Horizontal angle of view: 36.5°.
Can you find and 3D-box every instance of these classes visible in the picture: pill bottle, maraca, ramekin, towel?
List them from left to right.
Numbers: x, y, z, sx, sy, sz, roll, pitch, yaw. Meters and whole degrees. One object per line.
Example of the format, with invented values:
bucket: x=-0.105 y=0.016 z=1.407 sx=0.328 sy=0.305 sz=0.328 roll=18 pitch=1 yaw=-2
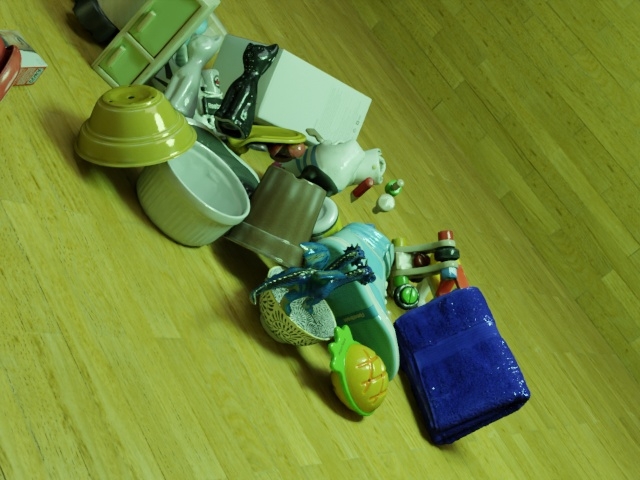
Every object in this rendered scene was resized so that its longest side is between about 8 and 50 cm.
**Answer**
ramekin: x=-0.241 y=-0.084 z=1.783 sx=0.207 sy=0.109 sz=0.207 roll=39 pitch=22 yaw=-19
pill bottle: x=0.000 y=0.000 z=2.014 sx=0.184 sy=0.103 sz=0.103 roll=74 pitch=-5 yaw=-48
maraca: x=0.063 y=0.239 z=1.772 sx=0.186 sy=0.099 sz=0.127 roll=59 pitch=30 yaw=-30
towel: x=0.278 y=0.249 z=2.013 sx=0.076 sy=0.227 sz=0.308 roll=50 pitch=14 yaw=-47

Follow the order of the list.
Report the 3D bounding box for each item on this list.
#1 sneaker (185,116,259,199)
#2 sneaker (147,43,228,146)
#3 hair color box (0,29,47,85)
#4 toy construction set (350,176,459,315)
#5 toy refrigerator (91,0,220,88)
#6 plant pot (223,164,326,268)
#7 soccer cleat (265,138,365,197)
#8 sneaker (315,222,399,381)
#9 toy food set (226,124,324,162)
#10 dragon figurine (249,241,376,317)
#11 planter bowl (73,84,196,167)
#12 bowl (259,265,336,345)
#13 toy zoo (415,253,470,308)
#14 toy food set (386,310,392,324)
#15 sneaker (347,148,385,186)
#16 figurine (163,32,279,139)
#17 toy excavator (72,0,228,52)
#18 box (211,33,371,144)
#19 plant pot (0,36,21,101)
sneaker: x=-0.215 y=-0.133 z=1.917 sx=0.295 sy=0.104 sz=0.147 roll=36 pitch=19 yaw=-37
sneaker: x=-0.255 y=-0.285 z=2.064 sx=0.330 sy=0.146 sz=0.122 roll=53 pitch=21 yaw=10
hair color box: x=-0.559 y=-0.314 z=1.666 sx=0.093 sy=0.053 sz=0.167 roll=48 pitch=20 yaw=4
toy construction set: x=0.150 y=0.018 z=2.249 sx=0.309 sy=0.257 sz=0.237 roll=66 pitch=-21 yaw=5
toy refrigerator: x=-0.336 y=-0.418 z=1.966 sx=0.102 sy=0.269 sz=0.094 roll=45 pitch=22 yaw=-7
plant pot: x=-0.076 y=-0.045 z=1.863 sx=0.167 sy=0.165 sz=0.167 roll=26 pitch=-2 yaw=1
soccer cleat: x=-0.008 y=-0.153 z=2.115 sx=0.116 sy=0.143 sz=0.331 roll=51 pitch=-18 yaw=-18
sneaker: x=0.104 y=0.108 z=1.927 sx=0.208 sy=0.127 sz=0.319 roll=-43 pitch=117 yaw=-55
toy food set: x=-0.102 y=-0.195 z=2.037 sx=0.218 sy=0.071 sz=0.128 roll=1 pitch=19 yaw=-20
dragon figurine: x=-0.014 y=0.058 z=1.690 sx=0.289 sy=0.144 sz=0.085 roll=11 pitch=41 yaw=-56
planter bowl: x=-0.329 y=-0.216 z=1.705 sx=0.217 sy=0.090 sz=0.217 roll=0 pitch=31 yaw=0
bowl: x=-0.058 y=0.137 z=1.778 sx=0.170 sy=0.080 sz=0.170 roll=39 pitch=22 yaw=-19
toy zoo: x=0.284 y=0.134 z=2.281 sx=0.030 sy=0.192 sz=0.293 roll=10 pitch=36 yaw=-18
toy food set: x=0.119 y=0.180 z=2.052 sx=0.082 sy=0.020 sz=0.083 roll=27 pitch=68 yaw=-28
sneaker: x=0.070 y=-0.161 z=2.322 sx=0.292 sy=0.169 sz=0.108 roll=-140 pitch=-134 yaw=-83
figurine: x=-0.210 y=-0.328 z=1.970 sx=0.215 sy=0.209 sz=0.092 roll=15 pitch=-18 yaw=19
toy excavator: x=-0.354 y=-0.517 z=2.257 sx=0.445 sy=0.222 sz=0.433 roll=47 pitch=16 yaw=-40
box: x=-0.078 y=-0.345 z=2.353 sx=0.215 sy=0.168 sz=0.345 roll=24 pitch=3 yaw=40
plant pot: x=-0.546 y=-0.264 z=1.416 sx=0.174 sy=0.191 sz=0.191 roll=38 pitch=23 yaw=-29
